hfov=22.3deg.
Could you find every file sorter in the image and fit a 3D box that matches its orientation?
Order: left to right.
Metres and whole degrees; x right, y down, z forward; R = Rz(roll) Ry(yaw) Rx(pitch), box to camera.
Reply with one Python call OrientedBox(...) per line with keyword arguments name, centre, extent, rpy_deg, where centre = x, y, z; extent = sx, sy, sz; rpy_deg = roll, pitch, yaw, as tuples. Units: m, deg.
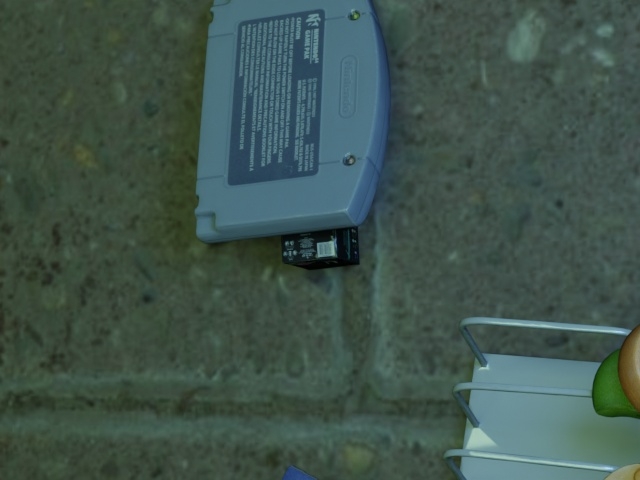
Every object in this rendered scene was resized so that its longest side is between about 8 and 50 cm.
OrientedBox(name="file sorter", centre=(0.209, 0.223, 1.516), extent=(0.193, 0.173, 0.277), rpy_deg=(4, 69, 17))

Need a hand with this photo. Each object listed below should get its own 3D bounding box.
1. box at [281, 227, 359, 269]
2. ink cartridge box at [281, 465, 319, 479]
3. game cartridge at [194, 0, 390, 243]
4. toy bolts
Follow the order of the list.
OrientedBox(name="box", centre=(0.000, 0.000, 1.685), extent=(0.062, 0.083, 0.052), rpy_deg=(-5, 83, 17))
OrientedBox(name="ink cartridge box", centre=(0.023, 0.419, 1.616), extent=(0.307, 0.072, 0.303), rpy_deg=(25, 80, 17))
OrientedBox(name="game cartridge", centre=(-0.026, -0.140, 1.680), extent=(0.196, 0.060, 0.294), rpy_deg=(-8, 62, 20))
OrientedBox(name="toy bolts", centre=(0.345, 0.182, 1.350), extent=(0.228, 0.158, 0.218), rpy_deg=(17, 68, -1))
